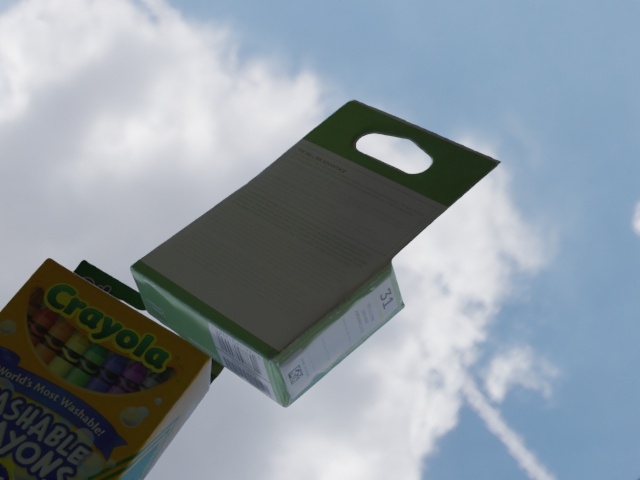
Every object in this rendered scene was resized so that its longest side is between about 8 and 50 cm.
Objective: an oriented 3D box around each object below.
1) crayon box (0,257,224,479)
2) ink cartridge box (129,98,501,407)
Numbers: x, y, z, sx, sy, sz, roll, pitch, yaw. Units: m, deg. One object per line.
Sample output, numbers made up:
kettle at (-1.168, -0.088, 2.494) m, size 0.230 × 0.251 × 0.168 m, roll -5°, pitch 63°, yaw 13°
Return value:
crayon box at (-0.250, 0.159, 1.338) m, size 0.203 × 0.083 × 0.323 m, roll 29°, pitch -121°, yaw 12°
ink cartridge box at (0.000, 0.000, 1.015) m, size 0.235 × 0.056 × 0.171 m, roll -38°, pitch -137°, yaw -24°
